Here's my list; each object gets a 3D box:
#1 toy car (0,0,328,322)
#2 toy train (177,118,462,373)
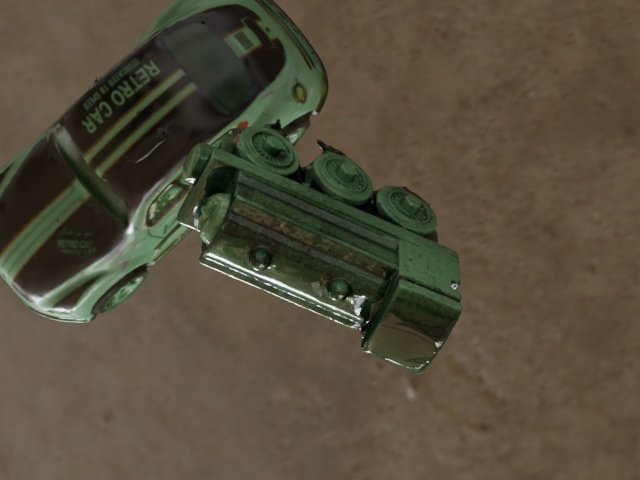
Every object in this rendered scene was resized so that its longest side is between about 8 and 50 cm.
[{"bbox_3d":[-0.140,-0.066,1.423,0.306,0.125,0.136,-41,81,8],"label":"toy car"},{"bbox_3d":[0.000,0.000,1.065,0.170,0.111,0.071,23,121,-14],"label":"toy train"}]
